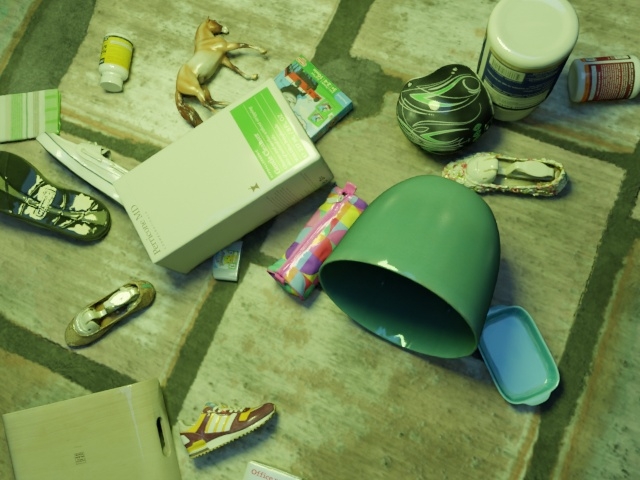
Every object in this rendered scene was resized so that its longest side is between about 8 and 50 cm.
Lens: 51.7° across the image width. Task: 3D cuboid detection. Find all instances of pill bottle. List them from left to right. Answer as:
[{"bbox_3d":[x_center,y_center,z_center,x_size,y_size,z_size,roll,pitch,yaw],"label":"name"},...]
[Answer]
[{"bbox_3d":[-0.451,-0.390,1.450,0.065,0.065,0.116,2,75,7],"label":"pill bottle"},{"bbox_3d":[0.373,-0.333,1.235,0.153,0.264,0.153,-1,76,5],"label":"pill bottle"},{"bbox_3d":[0.574,-0.319,1.300,0.152,0.086,0.086,-2,75,6],"label":"pill bottle"}]

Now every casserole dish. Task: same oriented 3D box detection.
[{"bbox_3d":[0.355,0.210,1.210,0.114,0.037,0.188,-23,73,0],"label":"casserole dish"}]

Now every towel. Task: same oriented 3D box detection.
[{"bbox_3d":[-0.652,-0.275,1.468,0.152,0.023,0.113,-6,77,3],"label":"towel"}]

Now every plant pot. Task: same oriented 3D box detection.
[{"bbox_3d":[0.178,0.028,1.160,0.293,0.293,0.235,24,65,12],"label":"plant pot"}]

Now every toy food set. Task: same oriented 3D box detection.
[{"bbox_3d":[-0.430,0.397,1.236,0.306,0.092,0.219,-14,85,4],"label":"toy food set"}]

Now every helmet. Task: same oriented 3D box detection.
[{"bbox_3d":[0.234,-0.248,1.285,0.162,0.169,0.169,-25,74,-6],"label":"helmet"}]

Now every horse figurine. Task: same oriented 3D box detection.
[{"bbox_3d":[-0.236,-0.356,1.416,0.174,0.066,0.263,26,77,7],"label":"horse figurine"}]

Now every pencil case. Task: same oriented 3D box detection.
[{"bbox_3d":[0.000,0.000,1.276,0.104,0.104,0.236,35,82,14],"label":"pencil case"}]

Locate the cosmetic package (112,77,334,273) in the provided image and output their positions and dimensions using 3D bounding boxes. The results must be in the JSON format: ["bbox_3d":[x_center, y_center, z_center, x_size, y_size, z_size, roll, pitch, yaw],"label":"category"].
[{"bbox_3d":[-0.183,-0.115,1.274,0.365,0.155,0.197,-33,75,4],"label":"cosmetic package"}]

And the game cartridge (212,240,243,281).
[{"bbox_3d":[-0.188,0.039,1.330,0.056,0.017,0.083,4,75,11],"label":"game cartridge"}]

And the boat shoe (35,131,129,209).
[{"bbox_3d":[-0.474,-0.161,1.386,0.258,0.095,0.084,35,78,4],"label":"boat shoe"}]

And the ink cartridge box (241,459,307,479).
[{"bbox_3d":[-0.097,0.480,1.176,0.109,0.063,0.150,16,77,11],"label":"ink cartridge box"}]

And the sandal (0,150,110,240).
[{"bbox_3d":[-0.583,-0.079,1.379,0.303,0.086,0.120,29,74,-2],"label":"sandal"}]

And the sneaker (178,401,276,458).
[{"bbox_3d":[-0.175,0.329,1.223,0.185,0.069,0.084,-26,79,-2],"label":"sneaker"}]

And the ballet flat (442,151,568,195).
[{"bbox_3d":[0.359,-0.136,1.281,0.241,0.077,0.091,2,76,8],"label":"ballet flat"}]

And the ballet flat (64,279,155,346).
[{"bbox_3d":[-0.427,0.138,1.304,0.206,0.067,0.073,-35,75,-3],"label":"ballet flat"}]

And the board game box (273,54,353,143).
[{"bbox_3d":[-0.063,-0.266,1.385,0.211,0.039,0.160,-43,75,-5],"label":"board game box"}]
